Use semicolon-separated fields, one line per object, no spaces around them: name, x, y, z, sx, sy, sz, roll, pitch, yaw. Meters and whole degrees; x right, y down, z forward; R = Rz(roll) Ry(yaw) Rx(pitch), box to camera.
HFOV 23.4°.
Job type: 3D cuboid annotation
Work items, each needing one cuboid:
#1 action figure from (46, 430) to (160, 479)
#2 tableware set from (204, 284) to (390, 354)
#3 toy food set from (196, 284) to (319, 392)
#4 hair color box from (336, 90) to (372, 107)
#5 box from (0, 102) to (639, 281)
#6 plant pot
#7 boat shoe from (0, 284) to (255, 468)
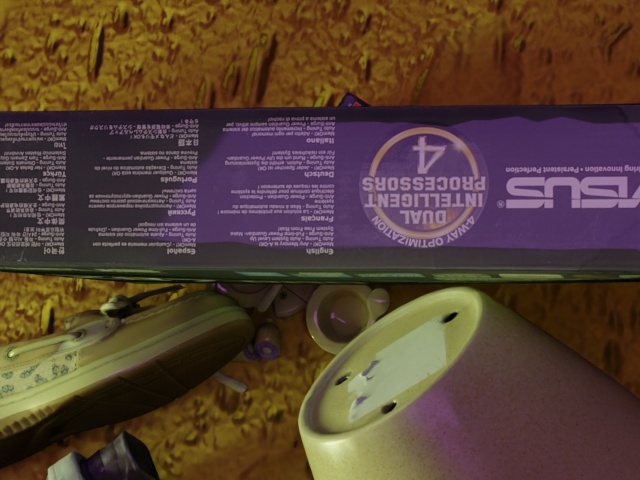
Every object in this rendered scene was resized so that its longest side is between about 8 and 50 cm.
action figure;-0.238;0.237;1.058;0.285;0.099;0.185;-19;61;-3
tableware set;0.000;0.000;1.093;0.169;0.020;0.141;23;95;16
toy food set;-0.052;0.045;1.127;0.078;0.019;0.122;26;81;15
hair color box;0.060;-0.040;1.117;0.141;0.043;0.072;33;84;15
box;0.016;-0.021;0.919;0.395;0.318;0.097;0;86;11
plant pot;0.119;0.168;0.885;0.256;0.256;0.274;-37;107;-1
boat shoe;-0.186;0.088;1.095;0.285;0.104;0.089;-22;69;7
